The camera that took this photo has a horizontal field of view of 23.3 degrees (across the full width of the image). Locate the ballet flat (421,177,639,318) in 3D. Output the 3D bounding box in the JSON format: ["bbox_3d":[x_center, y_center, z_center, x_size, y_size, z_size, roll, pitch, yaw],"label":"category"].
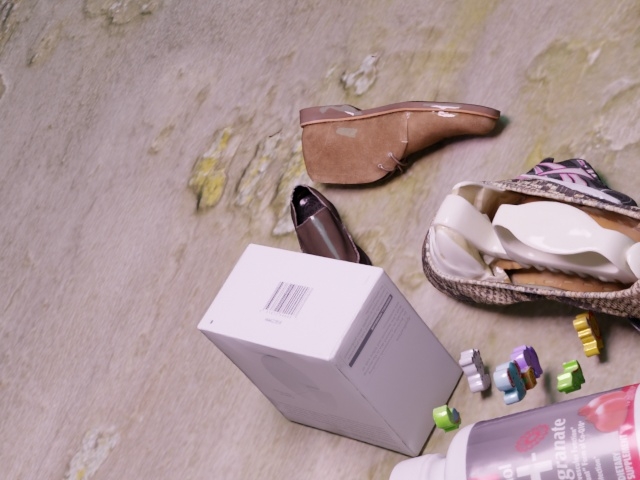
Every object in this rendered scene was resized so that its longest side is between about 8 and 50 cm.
[{"bbox_3d":[0.250,-0.004,1.826,0.482,0.182,0.164,8,80,50],"label":"ballet flat"}]

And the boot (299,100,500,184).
[{"bbox_3d":[0.112,-0.138,2.188,0.305,0.112,0.115,-4,83,29],"label":"boot"}]

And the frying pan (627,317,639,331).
[{"bbox_3d":[0.492,0.002,1.789,0.326,0.053,0.197,-38,40,3],"label":"frying pan"}]

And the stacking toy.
[{"bbox_3d":[0.226,0.148,1.778,0.167,0.052,0.221,-21,4,22],"label":"stacking toy"}]

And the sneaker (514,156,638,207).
[{"bbox_3d":[0.329,-0.070,1.966,0.178,0.072,0.077,23,59,40],"label":"sneaker"}]

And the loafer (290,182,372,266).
[{"bbox_3d":[0.000,0.000,2.141,0.080,0.078,0.220,-37,41,4],"label":"loafer"}]

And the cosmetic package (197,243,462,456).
[{"bbox_3d":[0.015,0.132,1.904,0.224,0.225,0.138,11,59,42],"label":"cosmetic package"}]

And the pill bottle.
[{"bbox_3d":[0.241,0.266,1.655,0.318,0.176,0.176,-18,46,25],"label":"pill bottle"}]
